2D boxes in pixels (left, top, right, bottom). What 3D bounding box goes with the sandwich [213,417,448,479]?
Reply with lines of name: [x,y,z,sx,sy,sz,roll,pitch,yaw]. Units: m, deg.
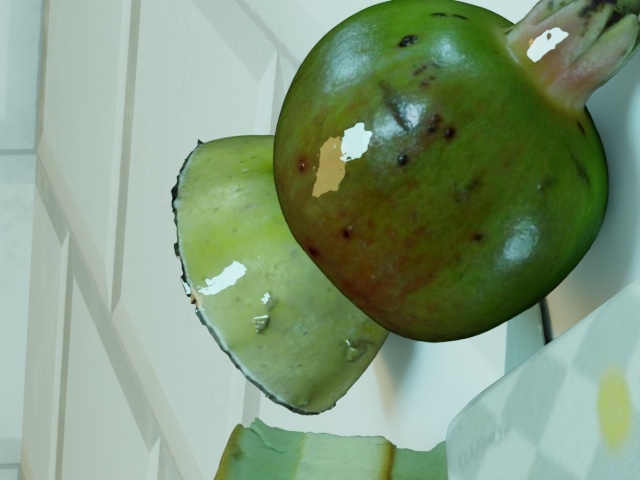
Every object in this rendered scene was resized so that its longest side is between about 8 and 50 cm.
sandwich: [0.000,0.241,1.145,0.198,0.155,0.227,-73,-9,-71]

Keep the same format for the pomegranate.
pomegranate: [0.079,-0.051,0.977,0.209,0.180,0.180,-38,44,23]

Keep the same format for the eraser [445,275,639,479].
eraser: [0.159,0.095,0.819,0.397,0.082,0.213,129,136,-64]

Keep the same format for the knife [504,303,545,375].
knife: [0.107,0.173,1.078,0.080,0.044,0.331,-159,72,-75]

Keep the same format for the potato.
potato: [0.000,0.000,1.271,0.117,0.182,0.202,-32,29,27]
